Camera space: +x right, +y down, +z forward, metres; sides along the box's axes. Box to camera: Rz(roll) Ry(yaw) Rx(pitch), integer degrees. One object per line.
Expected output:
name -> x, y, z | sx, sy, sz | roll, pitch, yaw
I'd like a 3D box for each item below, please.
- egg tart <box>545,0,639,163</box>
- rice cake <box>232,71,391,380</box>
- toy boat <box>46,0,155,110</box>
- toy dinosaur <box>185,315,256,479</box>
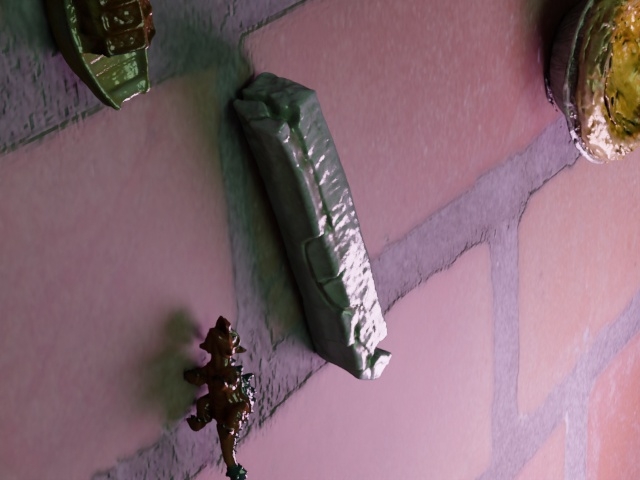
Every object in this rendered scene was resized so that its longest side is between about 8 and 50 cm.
egg tart -> 0.326, -0.204, 1.663 | 0.234, 0.094, 0.234 | -24, 120, -49
rice cake -> 0.000, 0.000, 1.274 | 0.063, 0.066, 0.336 | -45, 138, -25
toy boat -> -0.145, -0.171, 0.974 | 0.065, 0.066, 0.172 | -35, 131, -41
toy dinosaur -> -0.080, 0.136, 1.224 | 0.055, 0.049, 0.154 | -33, 124, -51
